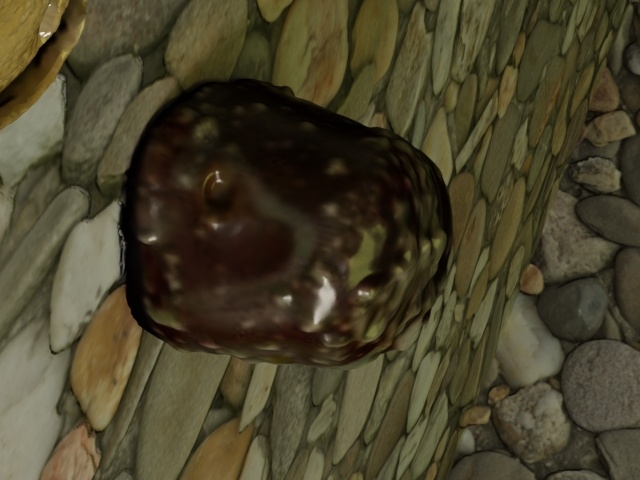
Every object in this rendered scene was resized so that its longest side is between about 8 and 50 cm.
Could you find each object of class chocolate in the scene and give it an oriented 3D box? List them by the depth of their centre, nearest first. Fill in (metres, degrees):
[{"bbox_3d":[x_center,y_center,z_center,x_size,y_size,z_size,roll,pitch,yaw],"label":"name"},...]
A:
[{"bbox_3d":[0.000,0.000,1.258,0.340,0.210,0.225,9,97,-73],"label":"chocolate"}]

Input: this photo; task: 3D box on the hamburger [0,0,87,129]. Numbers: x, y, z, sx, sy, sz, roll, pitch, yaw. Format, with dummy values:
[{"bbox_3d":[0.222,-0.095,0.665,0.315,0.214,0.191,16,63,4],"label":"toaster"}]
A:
[{"bbox_3d":[-0.177,-0.151,0.684,0.243,0.146,0.286,100,12,-46],"label":"hamburger"}]
